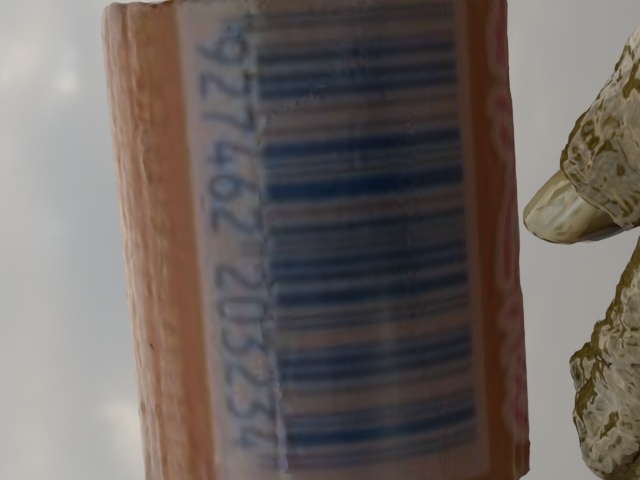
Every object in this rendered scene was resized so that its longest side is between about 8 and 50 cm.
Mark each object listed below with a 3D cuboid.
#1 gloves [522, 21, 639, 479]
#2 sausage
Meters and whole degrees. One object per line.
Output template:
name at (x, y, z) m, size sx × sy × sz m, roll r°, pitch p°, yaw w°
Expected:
gloves at (0.190, -0.027, 0.496) m, size 0.155 × 0.203 × 0.356 m, roll -48°, pitch -17°, yaw -48°
sausage at (0.000, 0.000, 0.824) m, size 0.233 × 0.233 × 0.287 m, roll -25°, pitch -69°, yaw -67°
